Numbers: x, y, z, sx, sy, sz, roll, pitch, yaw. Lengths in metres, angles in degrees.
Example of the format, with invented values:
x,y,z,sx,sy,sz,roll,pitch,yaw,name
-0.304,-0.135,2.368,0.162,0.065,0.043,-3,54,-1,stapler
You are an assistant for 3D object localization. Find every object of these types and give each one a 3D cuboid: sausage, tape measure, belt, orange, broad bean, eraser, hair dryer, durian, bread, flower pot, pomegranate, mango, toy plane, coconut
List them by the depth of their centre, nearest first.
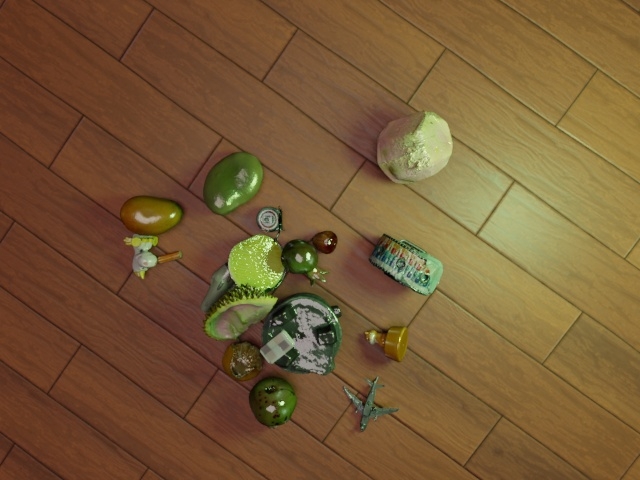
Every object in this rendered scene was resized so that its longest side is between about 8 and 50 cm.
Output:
x,y,z,sx,sy,sz,roll,pitch,yaw,name
-0.140,0.346,1.428,0.105,0.026,0.065,-39,91,10,eraser
0.314,-0.321,1.553,0.233,0.245,0.233,6,79,-37,coconut
-0.051,0.336,1.568,0.298,0.283,0.299,0,91,3,flower pot
-0.305,0.268,1.570,0.169,0.158,0.352,46,129,2,durian
0.311,0.085,1.579,0.257,0.207,0.150,31,96,9,belt
-0.190,-0.065,1.617,0.107,0.180,0.104,-3,109,2,tape measure
-0.061,0.085,1.634,0.131,0.152,0.191,-42,111,-4,pomegranate
-0.332,-0.215,1.652,0.189,0.121,0.263,40,79,4,broad bean
-0.236,0.090,1.653,0.228,0.033,0.229,1,87,-21,bread
-0.636,-0.091,1.654,0.221,0.120,0.152,8,80,-7,mango
-0.183,0.610,1.657,0.179,0.210,0.179,7,58,-12,pomegranate
-0.293,0.458,1.660,0.156,0.134,0.157,0,105,1,orange
0.184,0.634,1.682,0.225,0.058,0.226,17,93,18,toy plane
-0.357,0.218,1.692,0.219,0.088,0.225,-35,106,10,hair dryer
-0.592,0.068,1.705,0.107,0.031,0.031,-16,92,3,sausage

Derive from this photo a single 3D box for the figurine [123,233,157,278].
x,y,z,sx,sy,sz,roll,pitch,yaw,name
-0.684,0.058,1.688,0.129,0.109,0.178,-9,92,29,figurine

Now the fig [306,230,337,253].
x,y,z,sx,sy,sz,roll,pitch,yaw,name
0.000,0.000,1.660,0.125,0.089,0.089,13,93,25,fig

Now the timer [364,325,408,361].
x,y,z,sx,sy,sz,roll,pitch,yaw,name
0.239,0.375,1.651,0.152,0.132,0.132,8,93,25,timer
